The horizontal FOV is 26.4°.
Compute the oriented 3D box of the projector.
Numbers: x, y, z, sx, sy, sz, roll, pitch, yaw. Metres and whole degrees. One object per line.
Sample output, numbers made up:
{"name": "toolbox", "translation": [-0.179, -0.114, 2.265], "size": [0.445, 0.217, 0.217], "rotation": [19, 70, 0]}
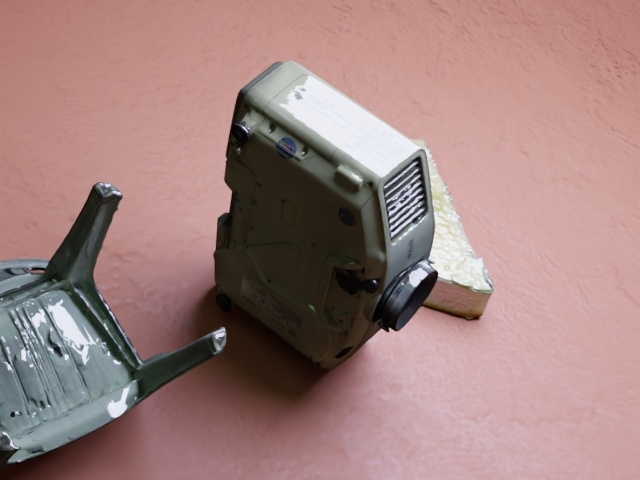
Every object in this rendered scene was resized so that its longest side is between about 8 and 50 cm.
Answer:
{"name": "projector", "translation": [0.000, 0.000, 1.134], "size": [0.193, 0.270, 0.088], "rotation": [35, 55, 17]}

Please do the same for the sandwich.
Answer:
{"name": "sandwich", "translation": [0.055, -0.003, 1.293], "size": [0.162, 0.058, 0.193], "rotation": [-11, 55, -18]}

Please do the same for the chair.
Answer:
{"name": "chair", "translation": [-0.232, 0.071, 1.080], "size": [0.203, 0.274, 0.191], "rotation": [-24, 83, -31]}
